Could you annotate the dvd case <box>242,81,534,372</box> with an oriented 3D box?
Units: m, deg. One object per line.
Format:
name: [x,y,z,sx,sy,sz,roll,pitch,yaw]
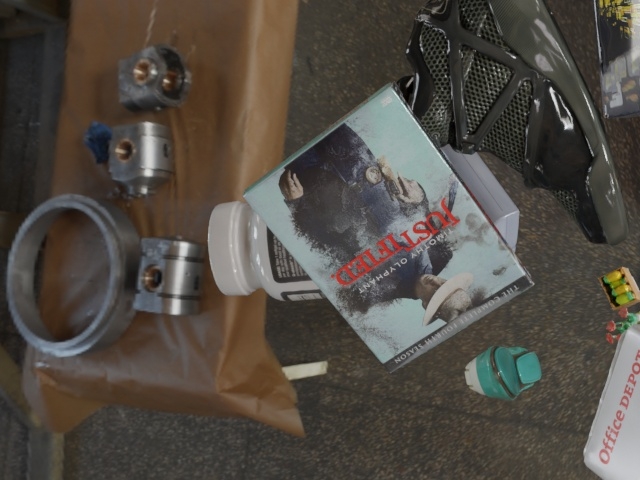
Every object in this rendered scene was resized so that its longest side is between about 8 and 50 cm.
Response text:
dvd case: [0.033,-0.002,0.344,0.087,0.013,0.119,-34,108,15]

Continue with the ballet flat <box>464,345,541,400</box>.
ballet flat: [0.276,0.211,1.127,0.087,0.247,0.083,-19,74,26]

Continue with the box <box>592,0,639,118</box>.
box: [0.434,-0.308,0.693,0.395,0.097,0.318,178,84,-66]

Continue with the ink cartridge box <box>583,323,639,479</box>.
ink cartridge box: [0.357,0.187,0.625,0.219,0.092,0.160,40,125,56]

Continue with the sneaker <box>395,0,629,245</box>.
sneaker: [0.135,-0.080,0.527,0.130,0.087,0.227,-26,112,27]

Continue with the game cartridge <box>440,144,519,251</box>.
game cartridge: [0.213,-0.003,1.104,0.060,0.294,0.196,-23,59,-16]

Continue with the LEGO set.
LEGO set: [0.383,0.181,0.899,0.132,0.107,0.287,9,104,64]

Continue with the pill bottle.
pill bottle: [0.000,0.000,0.982,0.278,0.162,0.162,-5,84,11]
